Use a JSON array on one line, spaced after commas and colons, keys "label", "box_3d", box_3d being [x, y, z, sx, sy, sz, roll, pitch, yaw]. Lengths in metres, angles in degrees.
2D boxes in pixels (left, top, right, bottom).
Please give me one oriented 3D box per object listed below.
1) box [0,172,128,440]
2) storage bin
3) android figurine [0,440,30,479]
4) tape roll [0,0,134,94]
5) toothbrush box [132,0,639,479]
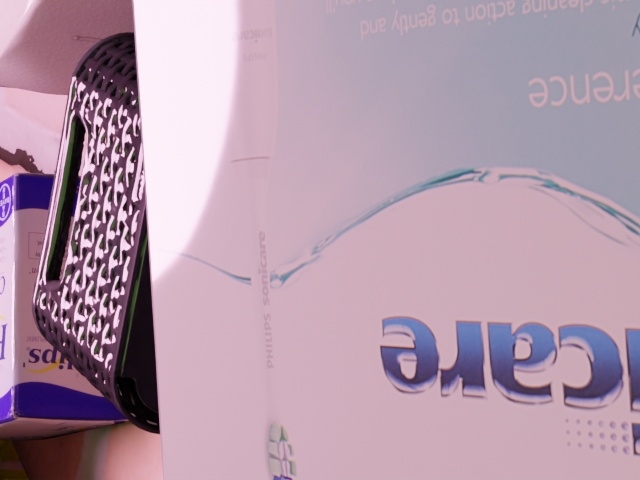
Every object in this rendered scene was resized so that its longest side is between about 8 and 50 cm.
[{"label": "box", "box_3d": [-0.165, 0.042, 1.043, 0.126, 0.072, 0.137, -20, 70, 58]}, {"label": "storage bin", "box_3d": [0.000, 0.000, 0.659, 0.084, 0.180, 0.122, 31, 113, 56]}, {"label": "android figurine", "box_3d": [-0.245, 0.190, 1.179, 0.273, 0.056, 0.248, 55, 131, 50]}, {"label": "tape roll", "box_3d": [-0.149, -0.268, 0.935, 0.392, 0.072, 0.392, -9, 79, 58]}, {"label": "toothbrush box", "box_3d": [0.068, -0.086, 0.362, 0.216, 0.126, 0.295, -2, 92, 49]}]
